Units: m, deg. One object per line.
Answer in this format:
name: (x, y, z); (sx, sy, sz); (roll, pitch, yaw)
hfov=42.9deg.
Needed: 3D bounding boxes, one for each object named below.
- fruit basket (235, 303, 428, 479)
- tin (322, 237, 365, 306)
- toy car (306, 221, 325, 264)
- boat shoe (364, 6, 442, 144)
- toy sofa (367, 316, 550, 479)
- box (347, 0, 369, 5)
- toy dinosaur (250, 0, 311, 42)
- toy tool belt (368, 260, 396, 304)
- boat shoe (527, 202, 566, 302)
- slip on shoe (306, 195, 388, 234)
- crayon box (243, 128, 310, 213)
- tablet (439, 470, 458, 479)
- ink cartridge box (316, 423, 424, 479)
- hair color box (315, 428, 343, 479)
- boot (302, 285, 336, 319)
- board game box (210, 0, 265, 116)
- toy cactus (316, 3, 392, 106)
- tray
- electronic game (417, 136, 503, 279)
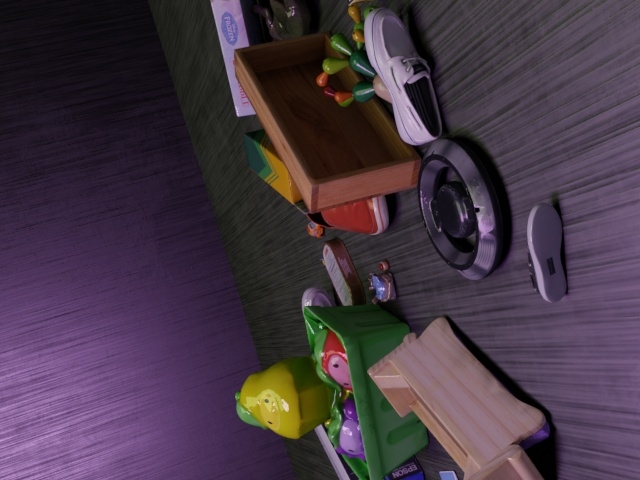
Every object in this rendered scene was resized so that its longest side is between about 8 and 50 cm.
fruit basket: (0.010, 0.334, 1.751); (0.283, 0.392, 0.392); (-149, 45, -66)
tin: (0.054, 0.083, 1.939); (0.106, 0.040, 0.190); (113, 138, -58)
toy car: (0.000, 0.000, 2.018); (0.060, 0.040, 0.122); (106, 144, -60)
boat shoe: (0.143, -0.262, 1.285); (0.076, 0.083, 0.226); (4, 122, 60)
toy sofa: (0.249, 0.304, 1.392); (0.150, 0.177, 0.362); (55, 175, -34)
box: (0.053, -0.514, 1.336); (0.087, 0.058, 0.232); (180, 74, -73)
toy dinosaur: (-0.065, -0.475, 1.708); (0.160, 0.121, 0.313); (57, 155, 12)
toy tool belt: (0.123, 0.087, 1.690); (0.052, 0.051, 0.083); (-162, 58, -70)
boat shoe: (0.295, 0.016, 1.089); (0.040, 0.049, 0.142); (-144, 39, -64)
slip on shoe: (0.054, -0.067, 1.685); (0.331, 0.101, 0.123); (-170, 66, -70)
crayon box: (-0.005, -0.163, 1.603); (0.323, 0.203, 0.083); (-138, 36, -59)
tablet: (0.272, 0.506, 1.693); (0.083, 0.006, 0.054); (125, 126, -70)
ink cartridge box: (0.121, 0.507, 1.899); (0.065, 0.165, 0.333); (89, 156, -43)
hair color box: (0.068, 0.521, 2.095); (0.374, 0.113, 0.185); (58, 175, 43)
boot: (0.041, 0.239, 2.059); (0.123, 0.095, 0.258); (3, 117, 66)
board game box: (-0.181, -0.484, 1.880); (0.318, 0.066, 0.319); (-88, -12, -66)
toy cactus: (0.090, -0.290, 1.385); (0.180, 0.112, 0.219); (44, 134, 16)
tray: (0.000, -0.231, 1.506); (0.076, 0.202, 0.411); (93, 156, -47)
electronic game: (0.216, -0.049, 1.275); (0.229, 0.048, 0.229); (165, 90, -73)
